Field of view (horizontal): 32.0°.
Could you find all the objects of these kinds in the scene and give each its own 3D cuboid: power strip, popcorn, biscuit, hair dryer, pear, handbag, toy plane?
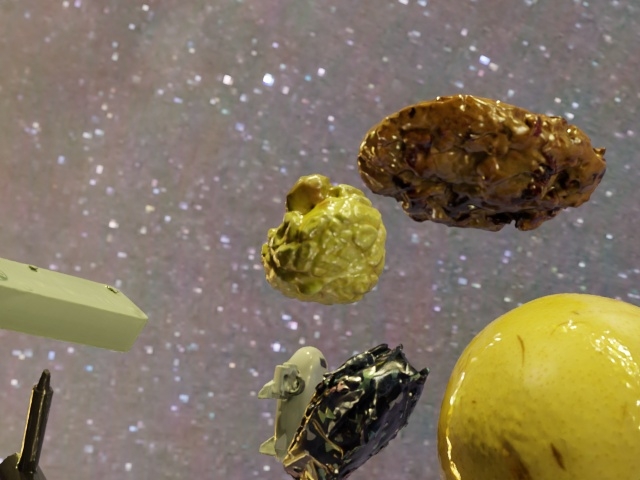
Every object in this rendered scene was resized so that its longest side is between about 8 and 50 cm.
[{"bbox_3d":[-0.360,0.061,1.273,0.091,0.385,0.062,35,-81,38],"label":"power strip"},{"bbox_3d":[0.000,0.000,1.992,0.251,0.206,0.237,-118,-145,-54],"label":"popcorn"},{"bbox_3d":[0.212,-0.087,1.500,0.289,0.334,0.081,123,-27,-61],"label":"biscuit"},{"bbox_3d":[-0.434,0.315,1.720,0.114,0.070,0.248,42,-59,48],"label":"hair dryer"},{"bbox_3d":[0.296,0.233,1.268,0.348,0.348,0.348,-18,-114,47],"label":"pear"},{"bbox_3d":[0.046,0.238,1.487,0.113,0.162,0.260,47,-39,21],"label":"handbag"},{"bbox_3d":[-0.036,0.240,1.644,0.080,0.174,0.174,6,-96,33],"label":"toy plane"}]
